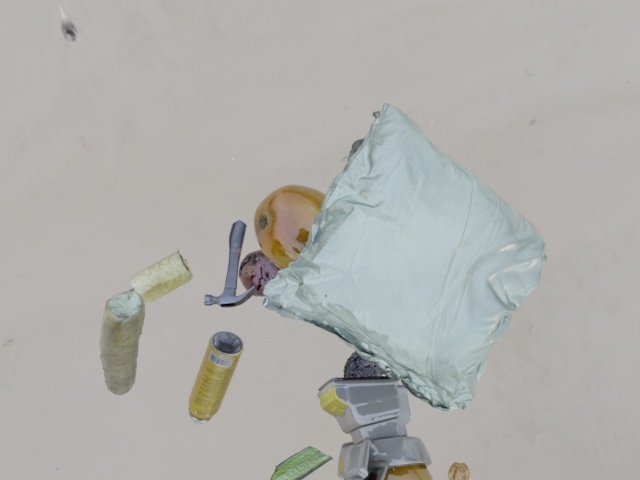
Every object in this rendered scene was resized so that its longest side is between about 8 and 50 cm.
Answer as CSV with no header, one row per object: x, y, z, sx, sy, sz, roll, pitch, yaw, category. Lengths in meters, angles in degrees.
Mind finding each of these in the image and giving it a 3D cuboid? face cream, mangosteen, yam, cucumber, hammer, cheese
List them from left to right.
-0.393,0.215,1.004,0.083,0.371,0.083,12,50,-15,yam
-0.474,0.112,1.533,0.167,0.123,0.093,-30,75,-10,cheese
-0.333,0.438,1.566,0.105,0.105,0.348,24,118,1,face cream
-0.245,0.061,1.479,0.137,0.037,0.289,2,55,2,hammer
-0.192,0.120,1.750,0.166,0.180,0.166,-14,57,23,mangosteen
-0.075,0.624,1.373,0.220,0.046,0.070,-21,53,-32,cucumber

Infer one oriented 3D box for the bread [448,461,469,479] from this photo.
0.428,0.727,1.576,0.083,0.046,0.080,27,70,-45,bread

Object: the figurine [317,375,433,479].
0.086,0.329,0.674,0.143,0.309,0.308,-33,78,27,figurine

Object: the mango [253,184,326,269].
0.000,0.000,1.145,0.317,0.173,0.211,27,41,-18,mango

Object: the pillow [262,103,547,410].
0.118,0.036,0.623,0.310,0.138,0.283,37,78,-13,pillow

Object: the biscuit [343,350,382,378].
0.082,0.228,0.896,0.087,0.027,0.089,-2,103,-12,biscuit
